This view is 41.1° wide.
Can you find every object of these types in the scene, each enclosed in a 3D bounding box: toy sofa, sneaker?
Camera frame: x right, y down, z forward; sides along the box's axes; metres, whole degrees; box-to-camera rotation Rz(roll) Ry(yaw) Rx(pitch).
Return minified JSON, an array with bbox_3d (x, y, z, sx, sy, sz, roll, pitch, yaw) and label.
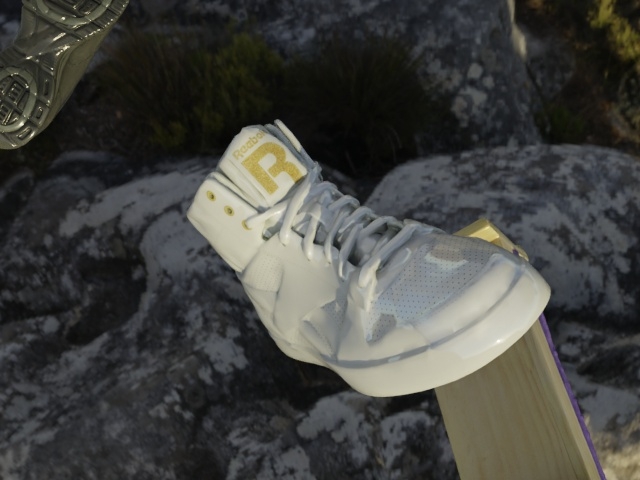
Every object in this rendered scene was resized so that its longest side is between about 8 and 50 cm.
[{"bbox_3d":[0.214,0.172,0.972,0.150,0.177,0.363,-32,48,23],"label":"toy sofa"},{"bbox_3d":[0.000,0.000,0.551,0.108,0.169,0.292,-43,17,-25],"label":"sneaker"},{"bbox_3d":[-0.313,-0.240,1.019,0.109,0.130,0.286,37,91,-9],"label":"sneaker"}]
